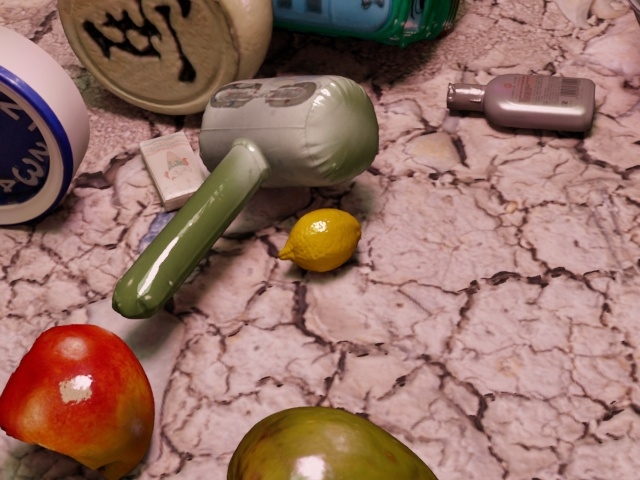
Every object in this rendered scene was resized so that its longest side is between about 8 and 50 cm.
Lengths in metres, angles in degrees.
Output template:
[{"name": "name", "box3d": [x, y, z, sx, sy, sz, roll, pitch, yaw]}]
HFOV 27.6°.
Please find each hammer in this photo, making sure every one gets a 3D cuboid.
[{"name": "hammer", "box3d": [-0.093, -0.038, 1.322, 0.206, 0.119, 0.335, 2, 46, 47]}]

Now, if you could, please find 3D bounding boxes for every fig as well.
[{"name": "fig", "box3d": [0.016, 0.220, 1.022, 0.191, 0.181, 0.181, 7, 40, -21]}]

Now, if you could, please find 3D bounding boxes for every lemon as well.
[{"name": "lemon", "box3d": [0.000, 0.000, 1.329, 0.092, 0.065, 0.065, -19, 46, -12]}]

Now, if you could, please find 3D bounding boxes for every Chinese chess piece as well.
[{"name": "Chinese chess piece", "box3d": [-0.177, -0.260, 1.480, 0.250, 0.250, 0.101, 12, 44, 18]}]

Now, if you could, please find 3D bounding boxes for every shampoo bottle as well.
[{"name": "shampoo bottle", "box3d": [0.226, -0.158, 1.478, 0.165, 0.040, 0.080, 4, 46, 12]}]

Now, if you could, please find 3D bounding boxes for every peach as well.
[{"name": "peach", "box3d": [-0.210, 0.142, 1.183, 0.151, 0.151, 0.118, 26, 97, 29]}]

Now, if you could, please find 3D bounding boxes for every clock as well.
[{"name": "clock", "box3d": [-0.362, -0.123, 1.379, 0.230, 0.230, 0.083, 6, 41, 13]}]

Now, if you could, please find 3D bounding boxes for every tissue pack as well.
[{"name": "tissue pack", "box3d": [-0.162, -0.079, 1.455, 0.056, 0.023, 0.108, -18, 46, -13]}]

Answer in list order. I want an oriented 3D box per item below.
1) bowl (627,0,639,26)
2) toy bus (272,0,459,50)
[{"name": "bowl", "box3d": [0.496, -0.240, 1.445, 0.346, 0.157, 0.345, -4, 45, 4]}, {"name": "toy bus", "box3d": [-0.014, -0.335, 1.552, 0.344, 0.183, 0.199, 10, 16, 17]}]
